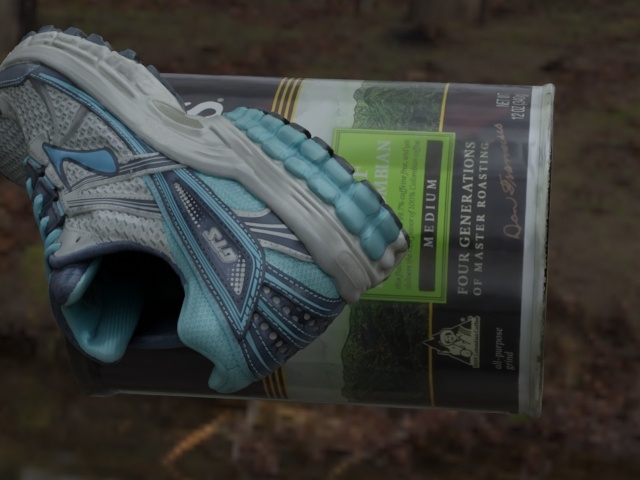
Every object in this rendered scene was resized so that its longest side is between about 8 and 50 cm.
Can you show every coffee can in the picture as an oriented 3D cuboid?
[{"bbox_3d":[0.000,0.000,1.157,0.275,0.201,0.201,2,6,7],"label":"coffee can"}]

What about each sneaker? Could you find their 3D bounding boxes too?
[{"bbox_3d":[-0.096,-0.014,0.889,0.283,0.122,0.110,20,-27,47],"label":"sneaker"}]
